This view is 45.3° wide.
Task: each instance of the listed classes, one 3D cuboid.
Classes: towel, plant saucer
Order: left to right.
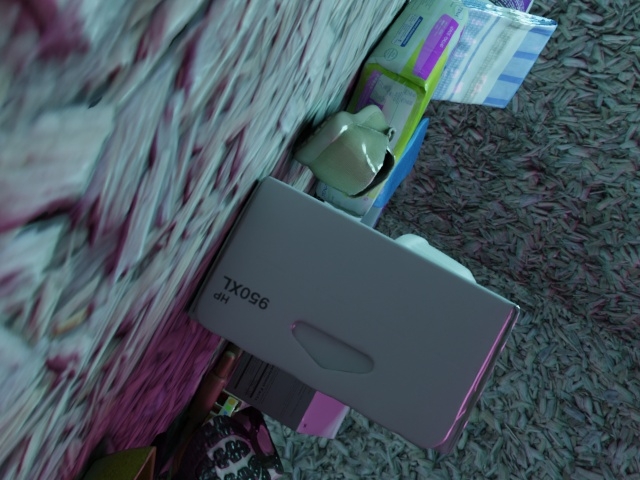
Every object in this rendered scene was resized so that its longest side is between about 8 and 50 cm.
[{"bbox_3d":[-0.223,0.284,0.703,0.188,0.045,0.188,-59,175,-33],"label":"plant saucer"},{"bbox_3d":[0.266,-0.331,1.376,0.209,0.285,0.034,117,-35,-41],"label":"towel"}]

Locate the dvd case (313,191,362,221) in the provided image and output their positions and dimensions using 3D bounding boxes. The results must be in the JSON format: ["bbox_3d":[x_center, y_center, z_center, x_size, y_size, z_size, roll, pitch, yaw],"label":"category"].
[{"bbox_3d":[0.000,0.000,1.344,0.238,0.030,0.179,-61,156,-12],"label":"dvd case"}]

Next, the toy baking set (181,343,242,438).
[{"bbox_3d":[-0.150,0.195,1.218,0.256,0.030,0.197,-61,180,22],"label":"toy baking set"}]

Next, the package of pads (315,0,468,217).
[{"bbox_3d":[0.105,-0.199,1.170,0.229,0.101,0.296,-59,175,-40],"label":"package of pads"}]

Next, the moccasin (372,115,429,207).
[{"bbox_3d":[0.134,-0.193,1.588,0.342,0.117,0.137,-48,154,-55],"label":"moccasin"}]

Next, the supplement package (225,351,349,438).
[{"bbox_3d":[-0.004,0.180,1.292,0.262,0.145,0.204,-61,156,-7],"label":"supplement package"}]

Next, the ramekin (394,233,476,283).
[{"bbox_3d":[0.147,0.135,1.223,0.273,0.127,0.273,-45,149,-38],"label":"ramekin"}]

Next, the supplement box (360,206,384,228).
[{"bbox_3d":[0.105,-0.117,1.716,0.111,0.114,0.220,-65,177,32],"label":"supplement box"}]

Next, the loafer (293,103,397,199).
[{"bbox_3d":[0.042,-0.102,0.936,0.102,0.092,0.268,-38,179,21],"label":"loafer"}]

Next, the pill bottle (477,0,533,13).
[{"bbox_3d":[0.313,-0.448,1.547,0.323,0.181,0.181,-58,175,-40],"label":"pill bottle"}]

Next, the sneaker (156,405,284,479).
[{"bbox_3d":[-0.177,0.374,1.200,0.182,0.158,0.410,-28,168,2],"label":"sneaker"}]

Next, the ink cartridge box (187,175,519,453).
[{"bbox_3d":[0.038,0.083,0.907,0.166,0.285,0.395,-63,176,-3],"label":"ink cartridge box"}]

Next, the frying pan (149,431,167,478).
[{"bbox_3d":[-0.241,0.366,0.839,0.197,0.053,0.326,-42,-165,7],"label":"frying pan"}]

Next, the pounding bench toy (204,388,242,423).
[{"bbox_3d":[-0.189,0.330,1.467,0.065,0.052,0.083,-59,176,-41],"label":"pounding bench toy"}]
